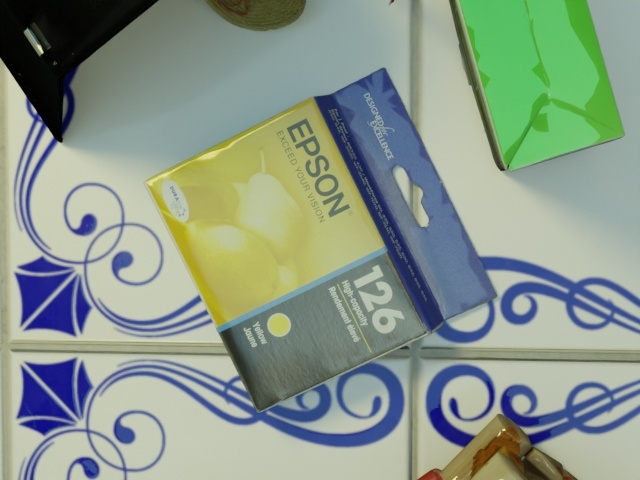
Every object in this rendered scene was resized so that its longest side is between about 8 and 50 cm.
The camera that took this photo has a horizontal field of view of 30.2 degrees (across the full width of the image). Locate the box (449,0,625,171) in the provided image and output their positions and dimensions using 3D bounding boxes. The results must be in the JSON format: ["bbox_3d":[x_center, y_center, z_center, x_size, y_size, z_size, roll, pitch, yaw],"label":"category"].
[{"bbox_3d":[0.209,-0.211,1.246,0.127,0.231,0.262,-16,90,8],"label":"box"}]

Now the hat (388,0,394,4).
[{"bbox_3d":[0.029,-0.365,1.283,0.208,0.183,0.173,28,96,5],"label":"hat"}]

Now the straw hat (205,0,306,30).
[{"bbox_3d":[-0.071,-0.311,1.355,0.144,0.144,0.061,24,54,5],"label":"straw hat"}]

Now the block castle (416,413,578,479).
[{"bbox_3d":[0.267,0.415,1.235,0.453,0.303,0.213,43,98,4],"label":"block castle"}]

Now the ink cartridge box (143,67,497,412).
[{"bbox_3d":[0.000,0.000,1.366,0.307,0.072,0.303,-27,89,10],"label":"ink cartridge box"}]

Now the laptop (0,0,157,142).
[{"bbox_3d":[-0.293,-0.363,1.262,0.408,0.236,0.382,-35,89,18],"label":"laptop"}]
